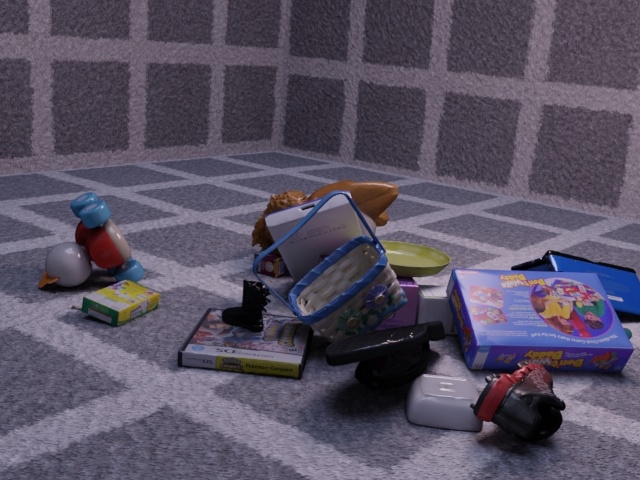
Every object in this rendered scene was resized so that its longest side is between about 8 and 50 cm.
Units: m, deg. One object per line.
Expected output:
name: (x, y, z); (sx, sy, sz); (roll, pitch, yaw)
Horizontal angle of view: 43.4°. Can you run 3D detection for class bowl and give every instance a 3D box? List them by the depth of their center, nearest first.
bowl: (0.228, 0.289, 1.469); (0.141, 0.053, 0.142); (6, 13, 4)

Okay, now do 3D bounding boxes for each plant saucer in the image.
plant saucer: (0.197, 0.047, 1.967); (0.240, 0.037, 0.241); (5, 13, -1)

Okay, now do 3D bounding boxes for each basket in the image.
basket: (0.033, 0.070, 1.702); (0.254, 0.289, 0.201); (-42, 18, -1)

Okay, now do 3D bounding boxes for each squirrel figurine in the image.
squirrel figurine: (0.000, -0.056, 2.339); (0.396, 0.281, 0.370); (5, 8, -8)

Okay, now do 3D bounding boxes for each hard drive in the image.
hard drive: (0.000, 0.000, 2.022); (0.210, 0.040, 0.319); (-17, -30, 3)

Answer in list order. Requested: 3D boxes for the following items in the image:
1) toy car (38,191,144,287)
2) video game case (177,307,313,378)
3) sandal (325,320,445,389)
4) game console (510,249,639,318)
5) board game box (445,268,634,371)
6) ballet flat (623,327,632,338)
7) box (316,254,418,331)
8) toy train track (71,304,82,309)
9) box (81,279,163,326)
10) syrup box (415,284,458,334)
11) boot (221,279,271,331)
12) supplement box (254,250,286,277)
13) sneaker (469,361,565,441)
toy car: (-0.606, 0.038, 2.011); (0.238, 0.219, 0.210); (-32, 27, -17)
video game case: (-0.146, 0.210, 1.697); (0.248, 0.035, 0.275); (5, 14, 4)
sandal: (0.154, 0.226, 1.576); (0.167, 0.107, 0.445); (-12, -6, 25)
game console: (0.702, 0.139, 2.169); (0.293, 0.173, 0.250); (11, 43, -19)
board game box: (0.471, 0.172, 1.762); (0.346, 0.078, 0.233); (3, 41, -8)
ballet flat: (0.682, 0.229, 1.895); (0.114, 0.041, 0.041); (-2, 16, -27)
box: (0.106, 0.124, 1.947); (0.213, 0.117, 0.243); (3, 15, -5)
toy train track: (-0.530, 0.152, 1.847); (0.083, 0.014, 0.048); (4, 14, -1)
box: (-0.450, 0.138, 1.845); (0.105, 0.043, 0.179); (20, 21, 20)
syrup box: (0.339, 0.165, 1.899); (0.236, 0.096, 0.093); (3, 16, -9)
boot: (-0.160, 0.133, 1.723); (0.121, 0.099, 0.045); (15, 16, 37)
supplement box: (-0.140, 0.066, 2.226); (0.083, 0.055, 0.043); (12, 16, 30)
sneaker: (0.374, 0.290, 1.430); (0.135, 0.098, 0.276); (32, 16, 27)
